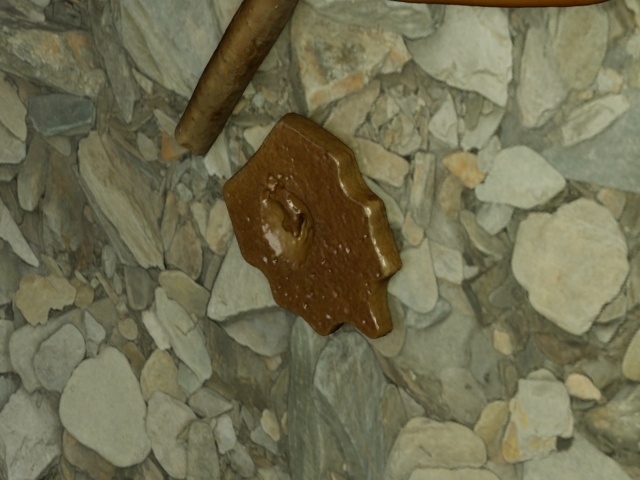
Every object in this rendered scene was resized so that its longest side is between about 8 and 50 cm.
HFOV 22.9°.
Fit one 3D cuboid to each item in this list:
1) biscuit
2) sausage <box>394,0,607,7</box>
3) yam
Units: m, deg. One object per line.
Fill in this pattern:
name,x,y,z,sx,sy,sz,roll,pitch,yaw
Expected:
biscuit,0.002,-0.001,1.459,0.215,0.034,0.182,55,136,11
sausage,0.127,-0.229,1.195,0.274,0.105,0.105,10,112,42
yam,-0.072,-0.176,1.457,0.046,0.046,0.264,52,136,18
